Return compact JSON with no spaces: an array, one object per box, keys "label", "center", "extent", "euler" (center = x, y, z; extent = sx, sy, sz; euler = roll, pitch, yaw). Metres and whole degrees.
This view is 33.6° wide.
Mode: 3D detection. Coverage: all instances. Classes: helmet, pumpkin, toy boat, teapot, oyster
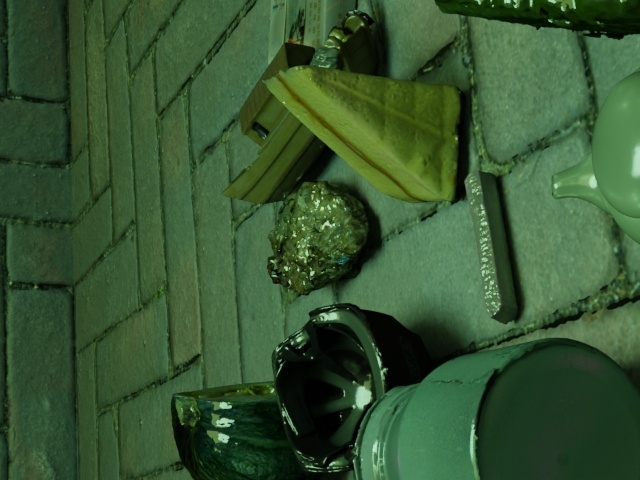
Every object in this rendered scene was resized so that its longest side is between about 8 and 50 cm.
[{"label":"helmet","center":[0.070,0.208,1.514],"extent":[0.305,0.177,0.224],"euler":[-32,64,50]},{"label":"pumpkin","center":[-0.112,0.342,1.769],"extent":[0.293,0.264,0.196],"euler":[168,100,-65]},{"label":"toy boat","center":[-0.053,-0.209,1.803],"extent":[0.445,0.162,0.136],"euler":[-52,1,46]},{"label":"teapot","center":[0.358,-0.044,0.997],"extent":[0.318,0.149,0.220],"euler":[-114,36,-45]},{"label":"oyster","center":[-0.008,-0.002,1.755],"extent":[0.260,0.092,0.198],"euler":[19,96,45]}]

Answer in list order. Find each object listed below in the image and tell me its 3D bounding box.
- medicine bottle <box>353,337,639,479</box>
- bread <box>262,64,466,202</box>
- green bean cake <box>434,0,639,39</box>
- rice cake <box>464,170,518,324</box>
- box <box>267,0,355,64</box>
[{"label":"medicine bottle","center":[0.190,0.243,1.191],"extent":[0.290,0.245,0.244],"euler":[-22,67,60]},{"label":"bread","center":[0.053,-0.144,1.498],"extent":[0.168,0.264,0.163],"euler":[178,97,-69]},{"label":"green bean cake","center":[0.291,-0.291,0.958],"extent":[0.319,0.335,0.218],"euler":[23,108,58]},{"label":"rice cake","center":[0.223,0.007,1.376],"extent":[0.036,0.047,0.206],"euler":[-32,60,51]},{"label":"box","center":[-0.018,-0.393,1.881],"extent":[0.233,0.067,0.149],"euler":[6,92,63]}]
